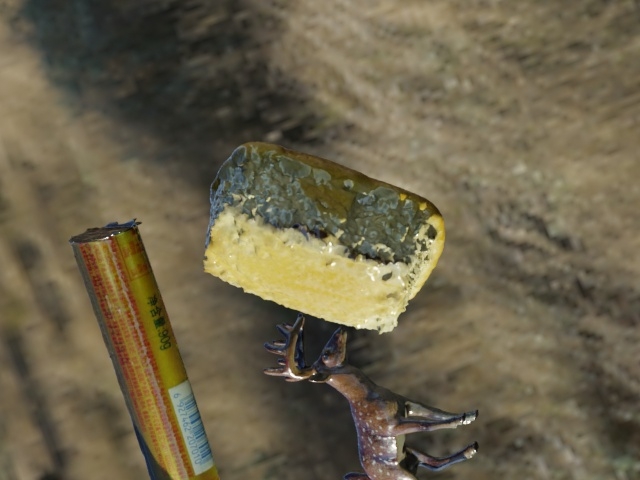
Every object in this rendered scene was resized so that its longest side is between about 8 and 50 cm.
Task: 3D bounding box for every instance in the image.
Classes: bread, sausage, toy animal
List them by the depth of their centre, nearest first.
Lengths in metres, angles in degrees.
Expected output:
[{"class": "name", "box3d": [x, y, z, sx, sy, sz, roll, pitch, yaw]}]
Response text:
[{"class": "bread", "box3d": [0.000, 0.000, 1.894, 0.174, 0.245, 0.121, 110, 176, -58]}, {"class": "sausage", "box3d": [-0.167, 0.161, 1.941, 0.082, 0.082, 0.371, -166, 57, -76]}, {"class": "toy animal", "box3d": [0.059, 0.215, 2.247, 0.087, 0.260, 0.243, -56, -33, -54]}]
